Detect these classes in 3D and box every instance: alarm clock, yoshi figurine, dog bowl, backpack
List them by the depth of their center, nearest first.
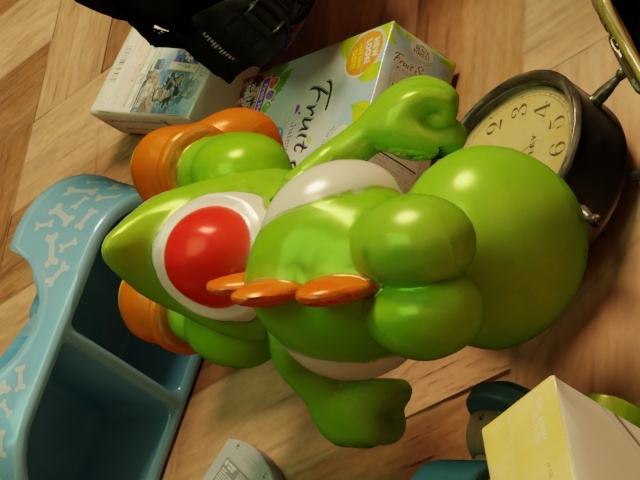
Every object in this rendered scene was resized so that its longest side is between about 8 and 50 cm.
[{"bbox_3d":[0.024,0.008,1.142,0.203,0.203,0.362,-48,23,-15],"label":"yoshi figurine"},{"bbox_3d":[0.115,-0.031,1.209,0.192,0.064,0.129,-16,51,46],"label":"alarm clock"},{"bbox_3d":[-0.165,0.092,1.424,0.074,0.166,0.297,0,62,42],"label":"dog bowl"},{"bbox_3d":[-0.104,-0.248,1.471,0.213,0.276,0.263,-62,-5,-17],"label":"backpack"}]

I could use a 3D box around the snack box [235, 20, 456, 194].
[{"bbox_3d":[-0.005,-0.033,1.379,0.174,0.070,0.207,-15,53,49],"label":"snack box"}]

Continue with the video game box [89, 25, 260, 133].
[{"bbox_3d":[-0.097,-0.186,1.672,0.187,0.048,0.205,8,70,60],"label":"video game box"}]

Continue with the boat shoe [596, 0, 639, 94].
[{"bbox_3d":[0.229,-0.065,1.032,0.111,0.104,0.307,-52,31,10],"label":"boat shoe"}]

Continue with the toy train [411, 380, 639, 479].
[{"bbox_3d":[0.133,0.141,1.009,0.248,0.105,0.143,-8,44,53],"label":"toy train"}]

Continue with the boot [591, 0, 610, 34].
[{"bbox_3d":[0.217,-0.179,1.222,0.118,0.042,0.087,-32,46,39],"label":"boot"}]

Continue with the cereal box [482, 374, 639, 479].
[{"bbox_3d":[0.171,0.172,0.772,0.047,0.240,0.173,-41,35,28],"label":"cereal box"}]

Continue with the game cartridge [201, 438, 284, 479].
[{"bbox_3d":[-0.052,0.167,1.325,0.056,0.017,0.083,-60,30,4],"label":"game cartridge"}]
